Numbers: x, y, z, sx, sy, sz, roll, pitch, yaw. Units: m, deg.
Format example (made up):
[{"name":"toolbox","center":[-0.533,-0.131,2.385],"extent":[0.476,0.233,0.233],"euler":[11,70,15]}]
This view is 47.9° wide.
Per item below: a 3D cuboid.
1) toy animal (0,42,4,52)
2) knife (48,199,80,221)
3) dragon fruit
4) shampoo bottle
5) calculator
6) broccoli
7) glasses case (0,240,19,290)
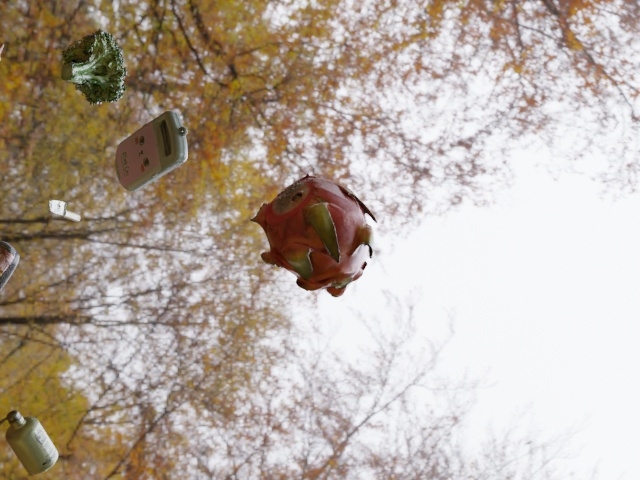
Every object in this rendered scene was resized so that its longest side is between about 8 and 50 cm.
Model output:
[{"name":"toy animal","center":[-0.672,-0.261,1.139],"extent":[0.188,0.358,0.226],"euler":[30,-38,25]},{"name":"knife","center":[-0.770,-0.092,2.163],"extent":[0.298,0.017,0.047],"euler":[103,2,-85]},{"name":"dragon fruit","center":[-0.001,-0.005,1.373],"extent":[0.224,0.227,0.224],"euler":[-37,-156,19]},{"name":"shampoo bottle","center":[-0.674,0.457,1.661],"extent":[0.079,0.079,0.162],"euler":[12,-51,46]},{"name":"calculator","center":[-0.408,-0.215,1.745],"extent":[0.246,0.045,0.141],"euler":[-24,-110,31]},{"name":"broccoli","center":[-0.620,-0.458,1.933],"extent":[0.194,0.194,0.219],"euler":[42,-61,40]},{"name":"glasses case","center":[-0.888,0.138,1.819],"extent":[0.122,0.082,0.321],"euler":[17,-115,37]}]
